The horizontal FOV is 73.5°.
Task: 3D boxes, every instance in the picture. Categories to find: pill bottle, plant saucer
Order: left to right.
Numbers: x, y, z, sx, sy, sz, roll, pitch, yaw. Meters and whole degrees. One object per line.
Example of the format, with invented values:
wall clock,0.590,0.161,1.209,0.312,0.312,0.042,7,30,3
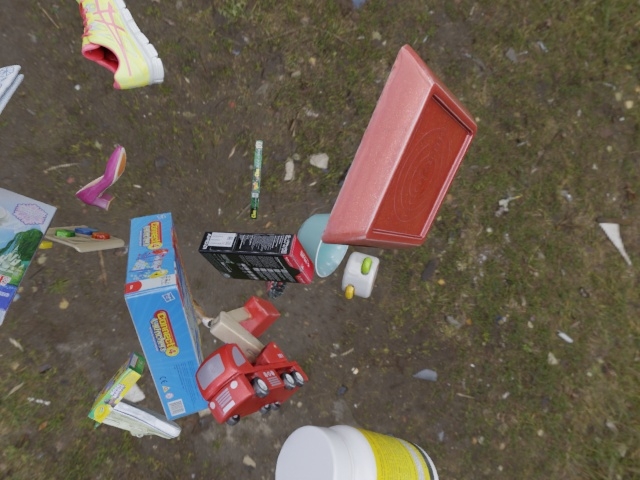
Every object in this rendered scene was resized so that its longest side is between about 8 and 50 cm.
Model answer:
pill bottle,0.051,0.309,0.555,0.208,0.119,0.119,32,82,-37
plant saucer,0.134,-0.098,0.612,0.259,0.047,0.259,6,111,-55

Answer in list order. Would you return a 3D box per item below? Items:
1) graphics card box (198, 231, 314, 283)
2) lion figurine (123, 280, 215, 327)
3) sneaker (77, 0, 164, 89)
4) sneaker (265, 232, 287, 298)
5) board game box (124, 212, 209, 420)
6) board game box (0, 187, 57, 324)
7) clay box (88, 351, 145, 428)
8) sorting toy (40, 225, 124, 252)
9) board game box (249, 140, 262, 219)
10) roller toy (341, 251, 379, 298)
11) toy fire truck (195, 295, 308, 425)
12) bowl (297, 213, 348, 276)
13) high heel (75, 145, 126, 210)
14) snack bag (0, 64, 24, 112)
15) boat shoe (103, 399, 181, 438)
graphics card box,-0.230,0.065,1.580,0.370,0.233,0.094,1,60,19
lion figurine,-0.476,0.191,1.298,0.142,0.240,0.392,-48,138,-19
sneaker,-0.344,-0.331,0.677,0.094,0.081,0.208,-38,94,-26
sneaker,-0.198,0.106,1.785,0.097,0.135,0.276,28,65,-56
board game box,-0.314,0.144,0.891,0.086,0.302,0.308,-12,122,-15
board game box,-0.785,-0.009,0.905,0.318,0.318,0.066,24,128,-30
clay box,-0.661,0.479,1.377,0.053,0.127,0.222,42,87,-18
sorting toy,-0.939,-0.012,1.618,0.229,0.307,0.041,18,103,21
board game box,-0.223,-0.215,1.498,0.030,0.136,0.260,6,50,-11
roller toy,0.176,0.156,1.953,0.146,0.191,0.209,15,103,12
toy fire truck,-0.080,0.121,0.475,0.047,0.192,0.135,-45,67,7
bowl,0.000,0.000,2.008,0.163,0.311,0.312,22,83,25
high heel,-0.716,-0.216,1.395,0.117,0.082,0.244,25,122,-12
snack bag,-0.741,-0.185,0.772,0.342,0.037,0.323,-10,52,9
boat shoe,-0.679,0.686,1.614,0.302,0.109,0.094,25,73,-3
